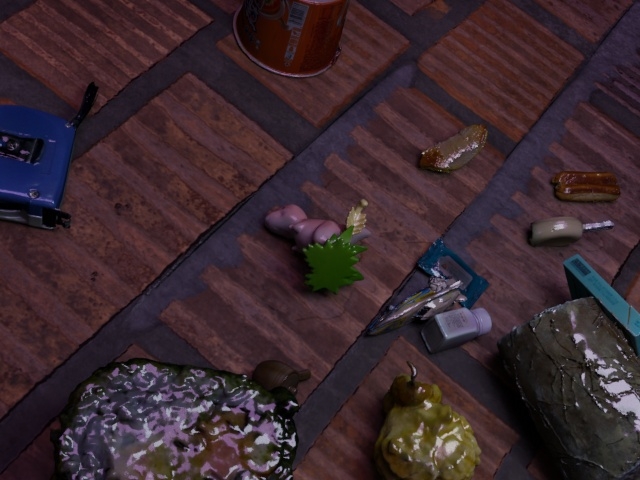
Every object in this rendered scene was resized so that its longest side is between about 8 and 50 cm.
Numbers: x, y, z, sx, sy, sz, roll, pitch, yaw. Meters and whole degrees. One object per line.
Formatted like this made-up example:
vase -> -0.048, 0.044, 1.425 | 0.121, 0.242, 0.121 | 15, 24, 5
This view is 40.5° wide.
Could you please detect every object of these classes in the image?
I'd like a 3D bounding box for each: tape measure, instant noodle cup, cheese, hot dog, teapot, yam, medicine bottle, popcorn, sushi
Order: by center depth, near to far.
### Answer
sushi -> -0.216, 0.336, 1.263 | 0.351, 0.178, 0.294 | 10, 58, -11
popcorn -> 0.173, 0.318, 1.416 | 0.168, 0.173, 0.195 | -9, 58, 25
teapot -> -0.063, 0.241, 1.461 | 0.080, 0.085, 0.110 | 26, 20, 26
yam -> 0.473, 0.279, 1.505 | 0.241, 0.241, 0.348 | -17, 64, -27
tape measure -> -0.524, -0.191, 1.548 | 0.215, 0.098, 0.351 | 11, 54, -13
medicine bottle -> 0.253, 0.161, 1.598 | 0.118, 0.074, 0.055 | -11, 62, -25
cheese -> 0.515, -0.019, 1.797 | 0.171, 0.092, 0.048 | -2, 74, -12
hot dog -> 0.284, -0.184, 1.838 | 0.169, 0.061, 0.078 | -27, 60, -4
instant noodle cup -> -0.047, -0.501, 1.848 | 0.250, 0.192, 0.250 | 9, 57, -13
hot dog -> 0.588, -0.119, 1.911 | 0.165, 0.045, 0.071 | 0, 57, -19

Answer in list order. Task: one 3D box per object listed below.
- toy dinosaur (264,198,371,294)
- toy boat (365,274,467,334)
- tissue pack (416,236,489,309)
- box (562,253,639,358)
toy dinosaur -> 0.003, 0.005, 1.601 | 0.194, 0.152, 0.177 | -13, 41, 1
toy boat -> 0.171, 0.126, 1.599 | 0.210, 0.084, 0.066 | -25, 65, -20
tissue pack -> 0.258, 0.065, 1.693 | 0.138, 0.028, 0.085 | 42, 58, 4
box -> 0.537, 0.149, 1.604 | 0.041, 0.162, 0.229 | -29, 38, -2
